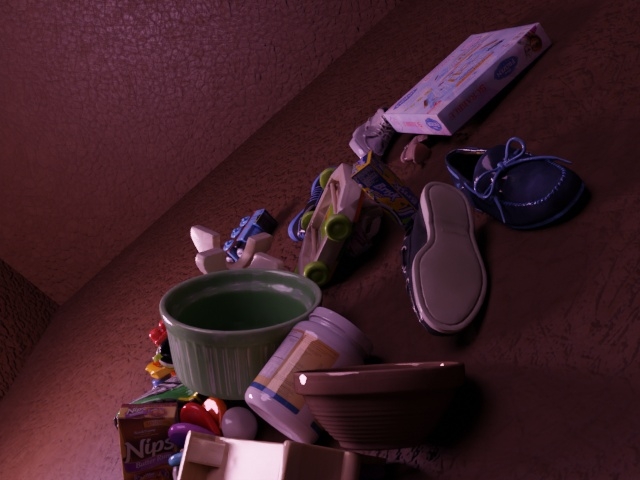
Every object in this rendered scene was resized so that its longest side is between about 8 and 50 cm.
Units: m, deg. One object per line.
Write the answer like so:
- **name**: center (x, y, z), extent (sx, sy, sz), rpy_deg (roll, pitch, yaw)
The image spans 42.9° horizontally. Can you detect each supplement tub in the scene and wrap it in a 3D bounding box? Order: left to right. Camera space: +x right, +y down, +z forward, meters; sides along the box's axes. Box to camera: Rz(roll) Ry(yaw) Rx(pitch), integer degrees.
- **supplement tub**: center (-0.016, 0.226, 1.369), extent (0.199, 0.144, 0.144), rpy_deg (-52, 19, -18)

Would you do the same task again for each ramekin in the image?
- **ramekin**: center (-0.145, 0.174, 1.545), extent (0.304, 0.148, 0.303), rpy_deg (-2, 19, 1)

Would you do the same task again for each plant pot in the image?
- **plant pot**: center (0.083, 0.228, 1.126), extent (0.237, 0.238, 0.109), rpy_deg (-16, 75, 57)

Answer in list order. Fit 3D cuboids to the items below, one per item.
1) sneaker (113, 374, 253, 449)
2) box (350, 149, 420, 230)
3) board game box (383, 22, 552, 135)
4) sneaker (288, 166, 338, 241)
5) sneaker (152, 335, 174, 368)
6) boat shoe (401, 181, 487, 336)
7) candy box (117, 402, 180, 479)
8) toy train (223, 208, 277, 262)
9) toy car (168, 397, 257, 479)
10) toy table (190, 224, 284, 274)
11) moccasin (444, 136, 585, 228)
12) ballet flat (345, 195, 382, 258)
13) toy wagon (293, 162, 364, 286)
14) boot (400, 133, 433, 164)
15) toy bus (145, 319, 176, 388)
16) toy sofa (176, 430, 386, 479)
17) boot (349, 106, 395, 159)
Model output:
- **sneaker**: center (-0.261, 0.322, 1.673), extent (0.344, 0.134, 0.146), rpy_deg (-23, 23, 6)
- **box**: center (0.139, -0.101, 1.668), extent (0.054, 0.169, 0.059), rpy_deg (-35, 22, 27)
- **board game box**: center (0.336, -0.376, 1.928), extent (0.319, 0.066, 0.318), rpy_deg (-42, 18, -6)
- **sneaker**: center (0.007, -0.094, 2.093), extent (0.090, 0.081, 0.232), rpy_deg (-2, 54, 61)
- **sneaker**: center (-0.240, 0.191, 1.695), extent (0.235, 0.084, 0.097), rpy_deg (-36, -11, -15)
- **boat shoe**: center (0.190, 0.046, 1.353), extent (0.340, 0.127, 0.113), rpy_deg (-89, 17, -46)
- **candy box**: center (-0.328, 0.404, 1.577), extent (0.109, 0.186, 0.053), rpy_deg (-1, 22, -3)
- **toy train**: center (-0.208, -0.009, 2.379), extent (0.105, 0.080, 0.184), rpy_deg (-14, 37, 48)
- **toy car**: center (-0.217, 0.371, 1.514), extent (0.159, 0.136, 0.182), rpy_deg (-30, 25, 40)
- **toy table**: center (-0.204, 0.078, 1.878), extent (0.274, 0.252, 0.160), rpy_deg (-36, -38, -65)
- **moccasin**: center (0.303, -0.099, 1.390), extent (0.137, 0.117, 0.342), rpy_deg (-50, 19, -10)
- **ballet flat**: center (0.098, -0.044, 1.815), extent (0.079, 0.076, 0.221), rpy_deg (-19, 32, 18)
- **toy wagon**: center (0.000, 0.000, 1.811), extent (0.267, 0.068, 0.344), rpy_deg (-94, 25, -62)
- **boot**: center (0.220, -0.205, 1.918), extent (0.087, 0.042, 0.118), rpy_deg (-31, 20, 49)
- **toy bus**: center (-0.304, 0.278, 1.786), extent (0.220, 0.211, 0.149), rpy_deg (-53, 21, -14)
- **toy sofa**: center (-0.070, 0.378, 1.218), extent (0.363, 0.177, 0.150), rpy_deg (-16, 59, 56)
- **boot**: center (0.148, -0.282, 2.135), extent (0.123, 0.095, 0.258), rpy_deg (-48, 16, 18)
